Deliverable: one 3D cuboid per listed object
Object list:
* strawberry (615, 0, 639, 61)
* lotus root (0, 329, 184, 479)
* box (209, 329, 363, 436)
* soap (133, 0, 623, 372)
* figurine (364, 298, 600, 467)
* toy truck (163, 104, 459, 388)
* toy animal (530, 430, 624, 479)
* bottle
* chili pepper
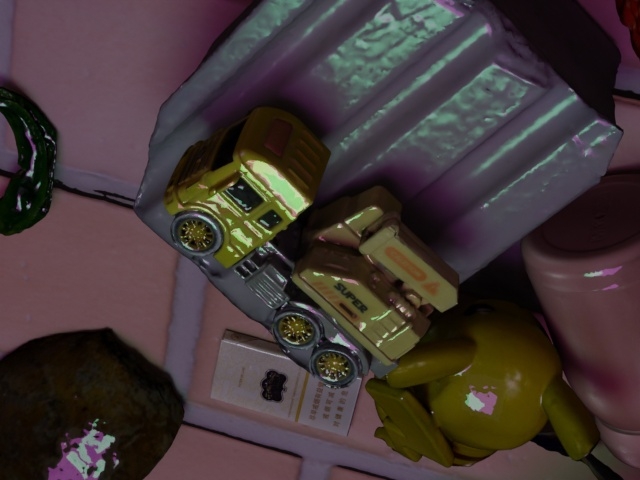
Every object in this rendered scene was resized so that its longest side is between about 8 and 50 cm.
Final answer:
[{"bbox_3d":[0.379,-0.222,1.521,0.292,0.343,0.292,-4,150,-2],"label":"strawberry"},{"bbox_3d":[-0.325,0.248,2.115,0.210,0.142,0.314,39,121,-11],"label":"lotus root"},{"bbox_3d":[-0.039,0.164,2.062,0.167,0.024,0.090,16,124,3],"label":"box"},{"bbox_3d":[0.042,-0.117,1.751,0.350,0.213,0.435,39,122,-15],"label":"soap"},{"bbox_3d":[0.144,0.148,1.849,0.218,0.169,0.327,22,161,-9],"label":"figurine"},{"bbox_3d":[0.000,0.000,1.638,0.157,0.124,0.272,-35,110,31],"label":"toy truck"},{"bbox_3d":[0.358,0.342,1.918,0.284,0.225,0.302,20,164,-12],"label":"toy animal"},{"bbox_3d":[0.339,0.088,1.846,0.206,0.173,0.297,-27,118,-9],"label":"bottle"},{"bbox_3d":[-0.324,-0.082,1.957,0.073,0.050,0.182,13,122,13],"label":"chili pepper"}]
